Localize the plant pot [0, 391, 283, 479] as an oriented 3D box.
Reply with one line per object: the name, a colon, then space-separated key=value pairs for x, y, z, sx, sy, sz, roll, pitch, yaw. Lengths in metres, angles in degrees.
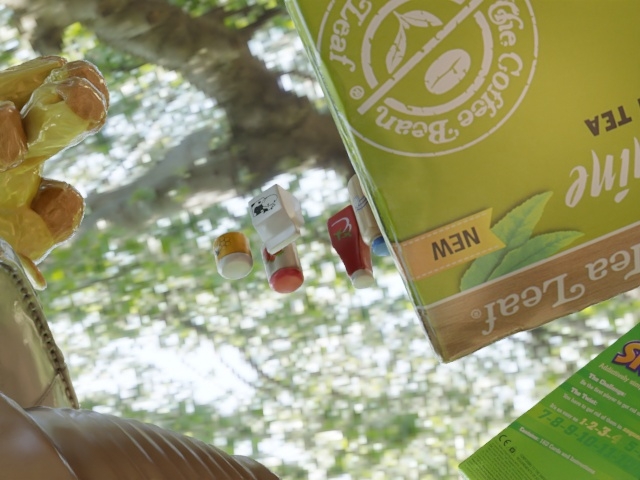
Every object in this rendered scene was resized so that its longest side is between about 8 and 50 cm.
plant pot: x=-0.052 y=0.151 z=0.540 sx=0.109 sy=0.237 sz=0.237 roll=-21 pitch=-85 yaw=-24

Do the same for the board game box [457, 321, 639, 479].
board game box: x=0.261 y=0.169 z=1.382 sx=0.259 sy=0.124 sz=0.039 roll=-38 pitch=-35 yaw=-8

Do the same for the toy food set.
toy food set: x=0.000 y=0.000 z=1.616 sx=0.111 sy=0.232 sz=0.104 roll=38 pitch=-152 yaw=-45

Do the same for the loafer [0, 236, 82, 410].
loafer: x=-0.180 y=0.116 z=0.907 sx=0.112 sy=0.111 sz=0.319 roll=-39 pitch=-32 yaw=-27

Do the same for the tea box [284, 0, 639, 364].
tea box: x=0.139 y=-0.170 z=0.773 sx=0.220 sy=0.329 sz=0.323 roll=-105 pitch=-8 yaw=-65

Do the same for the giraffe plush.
giraffe plush: x=-0.269 y=-0.048 z=1.339 sx=0.210 sy=0.181 sz=0.170 roll=-15 pitch=-69 yaw=-2
